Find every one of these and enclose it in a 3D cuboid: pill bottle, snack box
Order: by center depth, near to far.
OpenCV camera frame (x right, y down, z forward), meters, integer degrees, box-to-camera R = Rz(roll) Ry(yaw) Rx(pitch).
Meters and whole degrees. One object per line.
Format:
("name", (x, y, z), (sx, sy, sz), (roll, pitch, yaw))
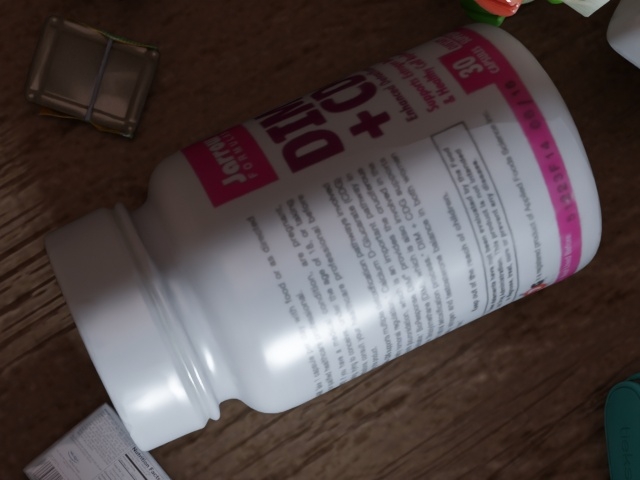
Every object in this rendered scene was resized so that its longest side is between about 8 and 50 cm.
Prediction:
("pill bottle", (0.000, 0.000, 0.703), (0.283, 0.160, 0.160), (-25, 84, -9))
("snack box", (-0.097, 0.185, 0.735), (0.064, 0.022, 0.178), (-39, 86, -11))

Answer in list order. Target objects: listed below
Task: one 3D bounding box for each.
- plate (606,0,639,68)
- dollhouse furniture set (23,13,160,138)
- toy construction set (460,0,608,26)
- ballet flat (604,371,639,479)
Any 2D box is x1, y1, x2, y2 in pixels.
("plate", (0.346, -0.143, 0.769), (0.277, 0.045, 0.278), (34, 58, 1))
("dollhouse furniture set", (-0.134, -0.147, 0.787), (0.076, 0.058, 0.152), (17, 99, -9))
("toy construction set", (0.175, -0.232, 0.727), (0.328, 0.215, 0.151), (-47, 128, -20))
("ballet flat", (0.217, 0.203, 0.733), (0.087, 0.083, 0.247), (6, 82, -18))
